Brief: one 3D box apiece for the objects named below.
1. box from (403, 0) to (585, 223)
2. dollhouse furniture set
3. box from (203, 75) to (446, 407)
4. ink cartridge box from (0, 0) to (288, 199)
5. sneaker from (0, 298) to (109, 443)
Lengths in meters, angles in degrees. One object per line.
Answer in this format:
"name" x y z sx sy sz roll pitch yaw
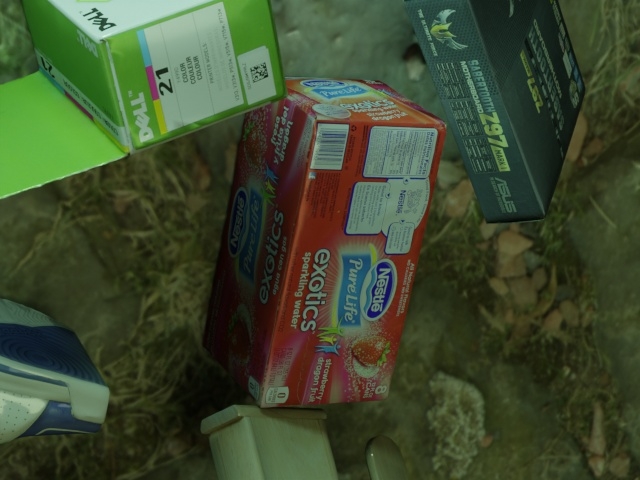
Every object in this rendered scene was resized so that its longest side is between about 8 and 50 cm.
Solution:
"box" 0.150 -0.158 1.441 0.233 0.059 0.183 66 33 -33
"dollhouse furniture set" -0.130 0.284 1.534 0.355 0.174 0.303 -28 157 34
"box" 0.000 0.000 1.453 0.128 0.122 0.257 0 113 -29
"ink cartridge box" -0.180 -0.131 1.243 0.255 0.189 0.097 -22 123 -20
"sneaker" -0.337 0.137 1.335 0.315 0.127 0.182 8 112 -26
